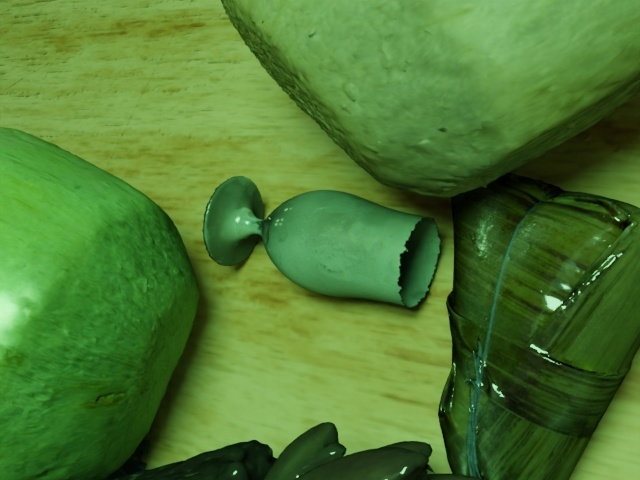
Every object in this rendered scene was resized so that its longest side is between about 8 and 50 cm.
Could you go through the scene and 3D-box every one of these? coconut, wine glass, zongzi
[{"bbox_3d":[-0.284,0.060,0.598,0.328,0.281,0.329,2,101,10],"label":"coconut"},{"bbox_3d":[0.129,-0.243,0.514,0.415,0.344,0.416,-11,61,20],"label":"coconut"},{"bbox_3d":[0.000,0.000,0.613,0.202,0.093,0.093,11,72,31],"label":"wine glass"},{"bbox_3d":[0.126,0.053,0.536,0.242,0.112,0.221,32,96,55],"label":"zongzi"}]

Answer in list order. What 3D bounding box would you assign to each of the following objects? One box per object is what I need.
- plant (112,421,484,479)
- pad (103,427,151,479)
[{"bbox_3d":[-0.042,0.230,0.467,0.320,0.194,0.182,-14,95,30],"label":"plant"},{"bbox_3d":[-0.276,0.129,0.736,0.269,0.012,0.269,-9,63,23],"label":"pad"}]
